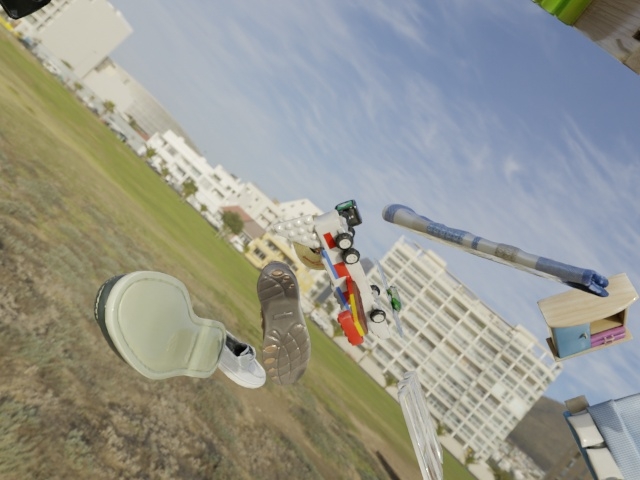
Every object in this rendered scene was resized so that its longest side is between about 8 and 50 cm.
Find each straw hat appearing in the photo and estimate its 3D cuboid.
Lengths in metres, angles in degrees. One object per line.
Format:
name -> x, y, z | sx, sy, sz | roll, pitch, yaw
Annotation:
straw hat -> 0.000, 0.000, 1.307 | 0.144, 0.144, 0.061 | 43, 23, 7

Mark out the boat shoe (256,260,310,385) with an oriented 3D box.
boat shoe -> -0.091, 0.199, 1.251 | 0.116, 0.123, 0.324 | -114, -158, -72

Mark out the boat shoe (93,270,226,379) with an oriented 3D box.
boat shoe -> -0.235, 0.118, 0.706 | 0.113, 0.127, 0.340 | 13, -14, 13

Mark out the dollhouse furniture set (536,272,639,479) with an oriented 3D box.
dollhouse furniture set -> 0.516, 0.222, 0.776 | 0.198, 0.286, 0.303 | 47, 25, -51

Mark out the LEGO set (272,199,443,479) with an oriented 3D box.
LEGO set -> 0.038, 0.073, 0.412 | 0.182, 0.060, 0.244 | 36, 36, -74

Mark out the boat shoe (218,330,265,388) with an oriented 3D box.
boat shoe -> -0.165, 0.228, 1.012 | 0.184, 0.063, 0.066 | 47, 21, -22

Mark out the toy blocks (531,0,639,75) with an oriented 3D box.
toy blocks -> 0.311, -0.070, 0.288 | 0.381, 0.190, 0.261 | 29, 33, -11

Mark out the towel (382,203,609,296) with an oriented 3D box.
towel -> 0.245, 0.011, 0.713 | 0.285, 0.034, 0.209 | 22, 4, 37

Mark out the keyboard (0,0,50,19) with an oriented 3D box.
keyboard -> -0.439, -0.413, 0.692 | 0.038, 0.100, 0.192 | 46, -17, 44
